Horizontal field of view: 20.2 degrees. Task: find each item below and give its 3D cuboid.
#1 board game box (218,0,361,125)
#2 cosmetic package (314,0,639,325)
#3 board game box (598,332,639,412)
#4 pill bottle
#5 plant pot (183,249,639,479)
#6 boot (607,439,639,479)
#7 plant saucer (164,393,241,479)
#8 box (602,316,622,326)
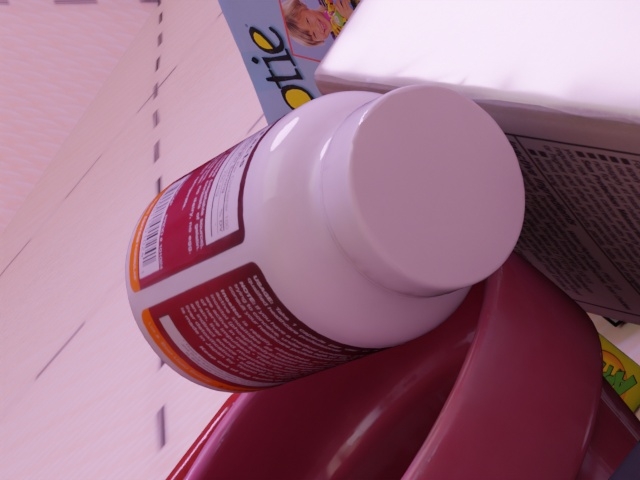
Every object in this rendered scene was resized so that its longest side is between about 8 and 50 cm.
[{"bbox_3d":[0.102,-0.115,0.899,0.275,0.144,0.142,11,44,40],"label":"board game box"},{"bbox_3d":[0.163,-0.044,0.607,0.296,0.153,0.129,15,66,46],"label":"cosmetic package"},{"bbox_3d":[0.088,0.048,0.918,0.043,0.092,0.181,-54,16,-6],"label":"board game box"},{"bbox_3d":[0.000,0.000,0.607,0.152,0.086,0.086,-24,31,58],"label":"pill bottle"},{"bbox_3d":[0.060,0.125,0.654,0.201,0.180,0.201,-46,15,17],"label":"plant pot"},{"bbox_3d":[0.015,0.149,0.461,0.445,0.367,0.146,-51,-18,15],"label":"boot"},{"bbox_3d":[-0.050,0.164,0.912,0.259,0.048,0.258,-53,16,-21],"label":"plant saucer"},{"bbox_3d":[0.151,-0.010,0.925,0.052,0.062,0.083,-41,19,37],"label":"box"}]
